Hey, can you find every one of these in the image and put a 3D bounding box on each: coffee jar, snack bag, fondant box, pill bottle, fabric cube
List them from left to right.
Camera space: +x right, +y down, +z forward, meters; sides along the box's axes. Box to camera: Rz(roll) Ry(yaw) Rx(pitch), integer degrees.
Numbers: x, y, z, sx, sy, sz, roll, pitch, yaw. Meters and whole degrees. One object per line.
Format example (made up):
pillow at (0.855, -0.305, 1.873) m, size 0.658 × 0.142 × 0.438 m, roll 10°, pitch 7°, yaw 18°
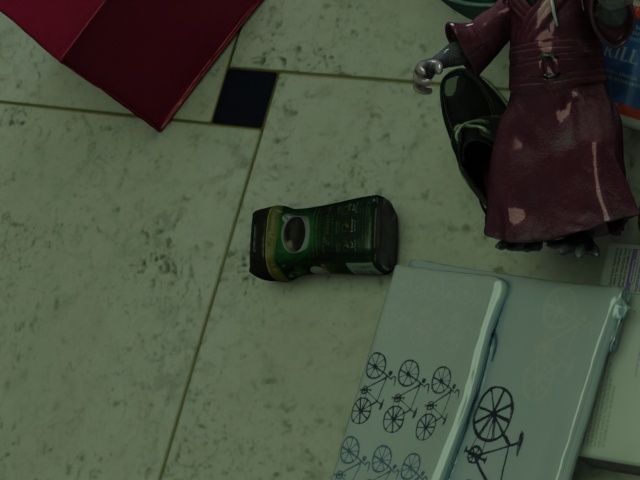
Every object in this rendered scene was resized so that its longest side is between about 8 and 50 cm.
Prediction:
fabric cube at (-0.280, -0.349, 1.983) m, size 0.258 × 0.259 × 0.254 m, roll 38°, pitch 91°, yaw 31°
coffee jar at (0.000, 0.000, 1.807) m, size 0.184 × 0.079 × 0.096 m, roll -4°, pitch 73°, yaw 25°
snack bag at (0.162, 0.185, 1.618) m, size 0.342 × 0.037 × 0.323 m, roll 8°, pitch 75°, yaw 49°
pill bottle at (0.376, -0.232, 1.641) m, size 0.124 × 0.124 × 0.222 m, roll 21°, pitch 99°, yaw 32°
fondant box at (0.443, 0.139, 1.513) m, size 0.330 × 0.096 × 0.238 m, roll 6°, pitch 74°, yaw 30°

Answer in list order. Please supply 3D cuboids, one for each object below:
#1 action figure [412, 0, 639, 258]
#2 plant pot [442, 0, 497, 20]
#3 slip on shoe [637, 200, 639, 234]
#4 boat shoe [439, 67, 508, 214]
action figure at (0.261, -0.171, 1.529) m, size 0.248 × 0.275 × 0.370 m, roll -1°, pitch 94°, yaw 36°
plant pot at (0.256, -0.367, 1.742) m, size 0.293 × 0.196 × 0.293 m, roll -10°, pitch 67°, yaw 24°
slip on shoe at (0.488, -0.067, 1.504) m, size 0.331 × 0.101 × 0.123 m, roll -13°, pitch 38°, yaw 9°
boat shoe at (0.196, -0.118, 1.752) m, size 0.084 × 0.079 × 0.233 m, roll -28°, pitch 59°, yaw 18°
